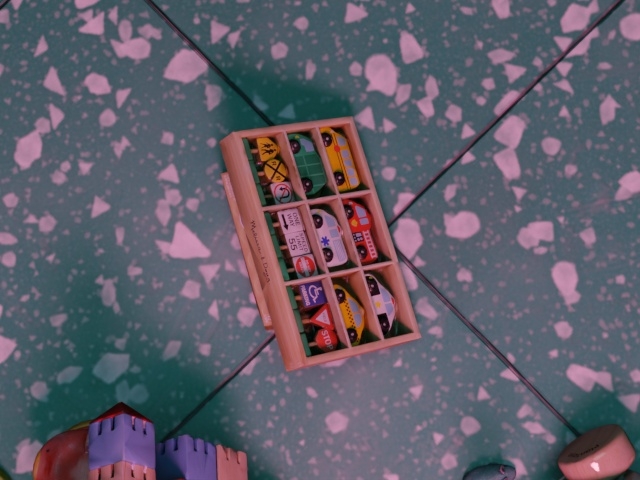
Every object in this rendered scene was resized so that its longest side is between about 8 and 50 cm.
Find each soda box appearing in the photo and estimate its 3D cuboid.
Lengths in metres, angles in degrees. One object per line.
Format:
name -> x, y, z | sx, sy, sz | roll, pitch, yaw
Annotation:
soda box -> -0.058, 0.006, 1.814 | 0.061, 0.058, 0.181 | -16, 82, -2

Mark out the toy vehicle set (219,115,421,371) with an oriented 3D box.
toy vehicle set -> 0.000, 0.000, 1.783 | 0.166, 0.035, 0.267 | -12, 81, -36

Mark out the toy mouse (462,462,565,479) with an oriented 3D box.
toy mouse -> 0.187, 0.303, 1.784 | 0.143, 0.031, 0.161 | 21, 83, 3

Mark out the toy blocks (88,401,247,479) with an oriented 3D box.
toy blocks -> -0.138, 0.324, 1.657 | 0.191, 0.381, 0.261 | -20, 60, 31

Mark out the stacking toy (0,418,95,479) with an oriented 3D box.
stacking toy -> -0.319, 0.350, 1.730 | 0.279, 0.130, 0.309 | -5, 82, -1

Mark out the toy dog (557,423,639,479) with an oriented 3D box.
toy dog -> 0.256, 0.341, 1.682 | 0.220, 0.161, 0.333 | 39, 75, -9
